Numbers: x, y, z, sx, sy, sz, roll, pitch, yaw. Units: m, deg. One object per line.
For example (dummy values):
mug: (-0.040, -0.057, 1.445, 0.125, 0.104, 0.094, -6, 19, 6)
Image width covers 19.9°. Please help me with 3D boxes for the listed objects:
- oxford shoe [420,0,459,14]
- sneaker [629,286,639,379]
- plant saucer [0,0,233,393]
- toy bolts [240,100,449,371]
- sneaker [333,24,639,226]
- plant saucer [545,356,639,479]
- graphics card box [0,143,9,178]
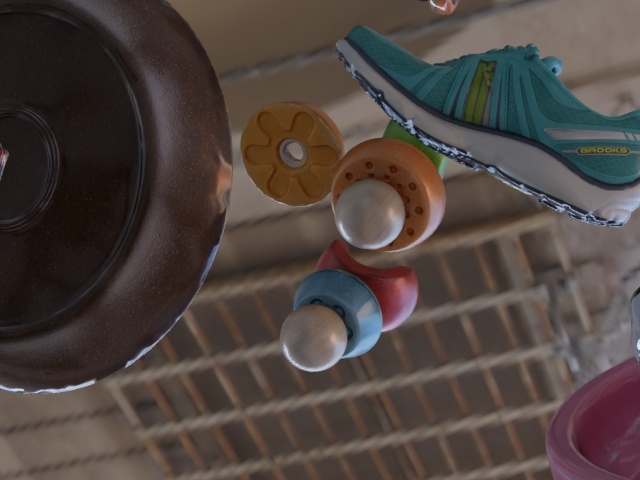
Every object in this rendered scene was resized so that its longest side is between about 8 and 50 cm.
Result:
oxford shoe: (0.059, -0.339, 1.297, 0.133, 0.130, 0.363, 0, -96, 8)
sneaker: (0.234, 0.141, 0.819, 0.124, 0.295, 0.178, -17, -122, 33)
plant saucer: (-0.208, -0.048, 1.279, 0.310, 0.050, 0.310, -3, -96, 26)
toy bolts: (0.000, 0.000, 1.628, 0.218, 0.228, 0.158, 16, -152, 18)
sneaker: (0.140, -0.107, 1.439, 0.275, 0.107, 0.110, 27, -90, 16)
plant saucer: (0.314, 0.133, 1.169, 0.332, 0.084, 0.332, -13, -167, 3)
graphics card box: (-0.308, 0.036, 0.734, 0.094, 0.371, 0.233, 17, -86, 33)
